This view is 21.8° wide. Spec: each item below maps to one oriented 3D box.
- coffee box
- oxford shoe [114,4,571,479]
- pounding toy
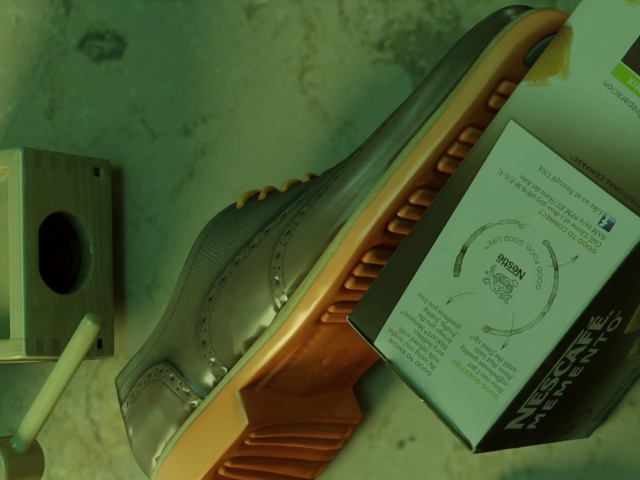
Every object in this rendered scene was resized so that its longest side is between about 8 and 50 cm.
[{"bbox_3d":[0.143,-0.022,0.801,0.098,0.141,0.246,45,109,27],"label":"coffee box"},{"bbox_3d":[0.000,0.000,0.905,0.363,0.130,0.132,-50,56,19],"label":"oxford shoe"},{"bbox_3d":[-0.178,0.051,1.032,0.181,0.094,0.206,-5,83,33],"label":"pounding toy"}]
